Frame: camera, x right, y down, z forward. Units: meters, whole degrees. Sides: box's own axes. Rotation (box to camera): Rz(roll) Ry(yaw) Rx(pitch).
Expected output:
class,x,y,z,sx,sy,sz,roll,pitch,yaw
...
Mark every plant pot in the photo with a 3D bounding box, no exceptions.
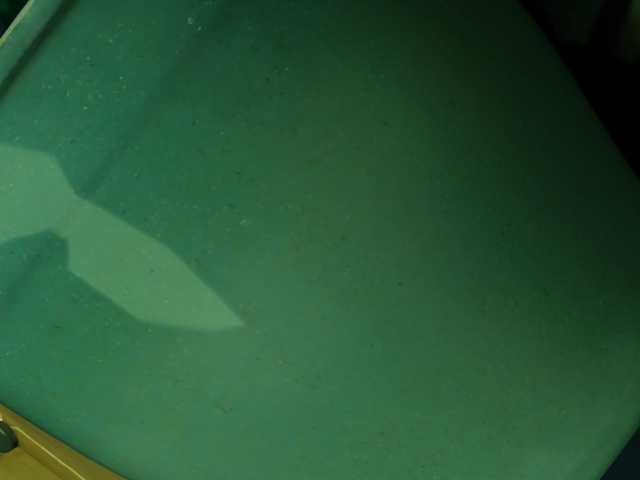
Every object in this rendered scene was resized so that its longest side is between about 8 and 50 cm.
class,x,y,z,sx,sy,sz,roll,pitch,yaw
plant pot,0.000,0.000,0.643,0.255,0.272,0.272,38,139,-4

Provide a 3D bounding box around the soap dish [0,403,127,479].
class,x,y,z,sx,sy,sz,roll,pitch,yaw
soap dish,-0.104,0.176,0.991,0.291,0.118,0.229,38,139,-3
